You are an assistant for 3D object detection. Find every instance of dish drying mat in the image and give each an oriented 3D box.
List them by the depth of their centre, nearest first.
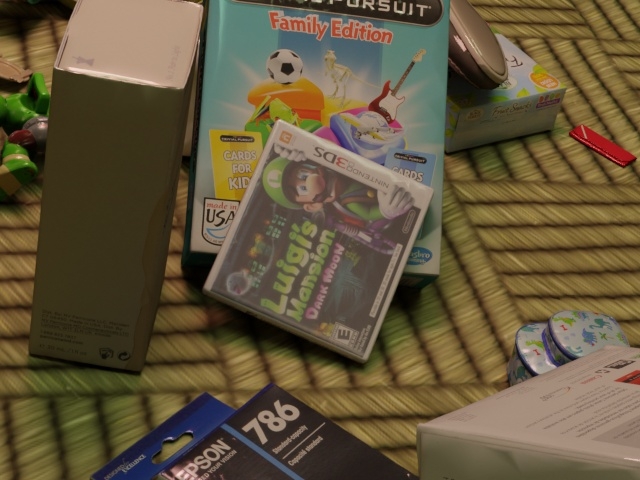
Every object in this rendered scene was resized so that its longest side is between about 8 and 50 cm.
[{"bbox_3d":[0.346,-0.117,1.940,0.083,0.008,0.032,35,40,27],"label":"dish drying mat"}]

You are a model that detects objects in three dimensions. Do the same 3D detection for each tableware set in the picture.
[{"bbox_3d":[-0.411,-0.217,1.780,0.169,0.020,0.141,30,19,15],"label":"tableware set"}]

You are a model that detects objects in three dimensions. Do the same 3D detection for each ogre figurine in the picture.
[{"bbox_3d":[-0.292,-0.105,1.646,0.197,0.097,0.118,-9,52,-11],"label":"ogre figurine"}]

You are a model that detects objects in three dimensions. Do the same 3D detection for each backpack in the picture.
[{"bbox_3d":[0.242,0.118,1.526,0.114,0.084,0.105,2,35,-11],"label":"backpack"}]

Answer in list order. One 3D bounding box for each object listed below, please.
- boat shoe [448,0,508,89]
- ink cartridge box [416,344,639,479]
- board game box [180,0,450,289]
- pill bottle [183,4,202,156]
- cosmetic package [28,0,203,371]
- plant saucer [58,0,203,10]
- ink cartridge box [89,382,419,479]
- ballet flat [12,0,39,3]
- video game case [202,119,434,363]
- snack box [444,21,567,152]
[{"bbox_3d":[0.129,-0.268,1.903,0.112,0.095,0.335,32,25,-39],"label":"boat shoe"},{"bbox_3d":[0.271,0.185,1.233,0.272,0.130,0.309,5,11,38],"label":"ink cartridge box"},{"bbox_3d":[-0.002,-0.131,1.622,0.254,0.079,0.336,6,77,-11],"label":"board game box"},{"bbox_3d":[-0.063,-0.201,1.792,0.278,0.162,0.162,-19,47,-37],"label":"pill bottle"},{"bbox_3d":[-0.186,-0.053,1.424,0.113,0.309,0.160,11,36,-4],"label":"cosmetic package"},{"bbox_3d":[-0.253,-0.336,2.016,0.241,0.037,0.241,9,37,-7],"label":"plant saucer"},{"bbox_3d":[-0.015,0.225,1.319,0.333,0.065,0.165,29,39,22],"label":"ink cartridge box"},{"bbox_3d":[-0.316,-0.400,1.957,0.124,0.116,0.342,31,45,10],"label":"ballet flat"},{"bbox_3d":[0.000,0.000,1.539,0.173,0.022,0.190,24,74,-5],"label":"video game case"},{"bbox_3d":[0.169,-0.203,1.946,0.174,0.070,0.207,-15,45,-33],"label":"snack box"}]
